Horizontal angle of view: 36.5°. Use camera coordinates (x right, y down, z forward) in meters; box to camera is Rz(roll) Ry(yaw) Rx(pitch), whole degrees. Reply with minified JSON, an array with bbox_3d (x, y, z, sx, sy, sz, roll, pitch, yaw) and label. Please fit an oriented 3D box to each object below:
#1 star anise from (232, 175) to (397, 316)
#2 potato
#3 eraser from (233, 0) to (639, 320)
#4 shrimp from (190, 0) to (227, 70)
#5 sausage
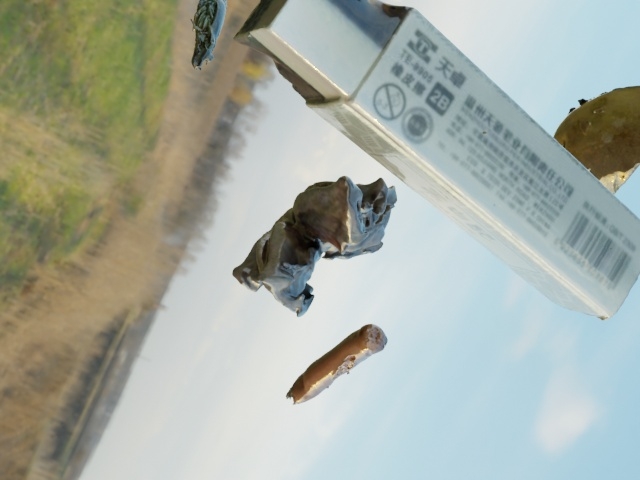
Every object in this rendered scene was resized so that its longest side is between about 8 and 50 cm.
[{"bbox_3d":[-0.001,0.001,1.099,0.198,0.111,0.257,-36,179,9],"label":"star anise"},{"bbox_3d":[0.435,-0.151,1.501,0.098,0.138,0.243,-48,170,-48],"label":"potato"},{"bbox_3d":[0.115,-0.082,0.831,0.098,0.404,0.096,-56,-159,-8],"label":"eraser"},{"bbox_3d":[-0.194,-0.382,1.540,0.150,0.051,0.217,57,34,-62],"label":"shrimp"},{"bbox_3d":[0.016,0.137,1.074,0.158,0.042,0.036,-41,-118,38],"label":"sausage"}]
